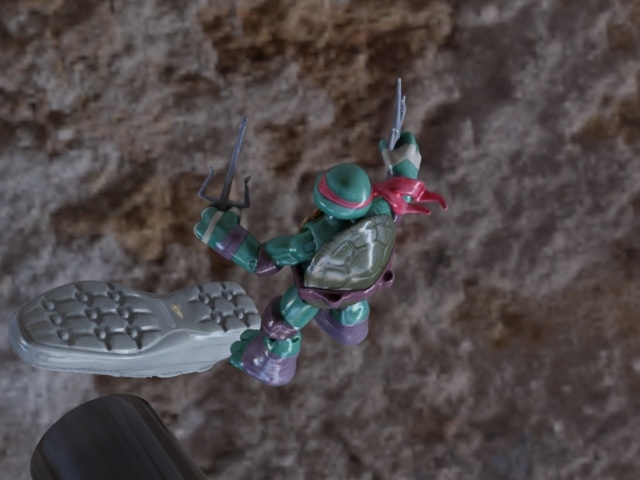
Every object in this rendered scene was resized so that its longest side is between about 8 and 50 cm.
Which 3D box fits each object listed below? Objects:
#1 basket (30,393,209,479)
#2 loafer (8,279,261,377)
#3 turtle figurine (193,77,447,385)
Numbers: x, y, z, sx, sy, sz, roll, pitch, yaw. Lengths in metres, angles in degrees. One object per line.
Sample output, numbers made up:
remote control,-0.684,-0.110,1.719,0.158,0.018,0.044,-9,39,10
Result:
basket,-0.149,0.256,1.185,0.154,0.227,0.204,-34,142,-10
loafer,-0.204,0.109,1.487,0.319,0.112,0.111,2,139,-45
turtle figurine,0.000,0.000,0.966,0.175,0.118,0.234,-10,139,-19
